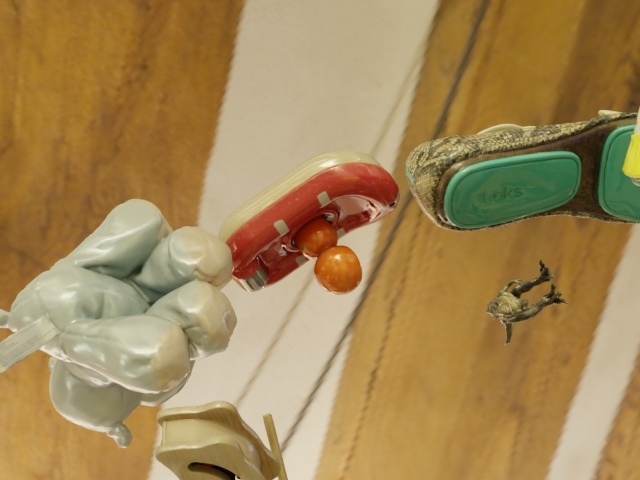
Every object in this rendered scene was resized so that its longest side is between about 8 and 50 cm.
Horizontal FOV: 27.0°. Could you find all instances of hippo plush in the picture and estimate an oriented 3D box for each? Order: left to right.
[{"bbox_3d":[-0.217,0.131,1.456,0.294,0.234,0.236,-31,-36,-26],"label":"hippo plush"}]

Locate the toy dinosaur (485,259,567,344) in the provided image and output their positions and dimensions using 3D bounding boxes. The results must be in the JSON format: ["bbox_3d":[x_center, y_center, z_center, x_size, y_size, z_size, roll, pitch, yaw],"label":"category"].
[{"bbox_3d":[0.315,0.097,2.066,0.118,0.064,0.268,-35,-19,3],"label":"toy dinosaur"}]

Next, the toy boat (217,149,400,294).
[{"bbox_3d":[0.000,0.000,1.612,0.231,0.151,0.151,-35,-23,-2],"label":"toy boat"}]

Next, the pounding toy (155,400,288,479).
[{"bbox_3d":[-0.138,0.310,1.826,0.154,0.155,0.269,-24,-53,14],"label":"pounding toy"}]

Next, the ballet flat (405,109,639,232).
[{"bbox_3d":[0.340,-0.109,1.801,0.483,0.182,0.164,-4,-62,-16],"label":"ballet flat"}]

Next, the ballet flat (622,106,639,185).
[{"bbox_3d":[0.339,-0.108,1.284,0.231,0.077,0.077,-25,-74,-58],"label":"ballet flat"}]
